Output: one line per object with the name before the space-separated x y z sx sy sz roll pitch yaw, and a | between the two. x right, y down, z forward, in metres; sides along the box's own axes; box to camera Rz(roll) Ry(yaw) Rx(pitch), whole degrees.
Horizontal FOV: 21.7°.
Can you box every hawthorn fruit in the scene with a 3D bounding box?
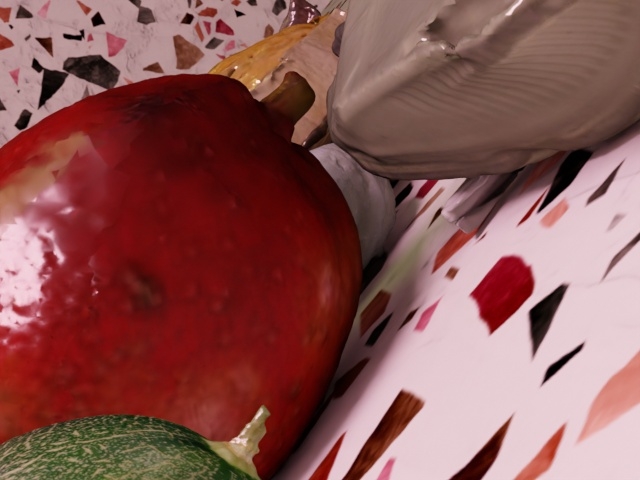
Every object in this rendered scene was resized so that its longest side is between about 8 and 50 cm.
hawthorn fruit | -0.098 0.025 0.998 0.307 0.265 0.265 -47 7 -13

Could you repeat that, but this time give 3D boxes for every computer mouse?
computer mouse | 0.130 -0.150 0.883 0.429 0.145 0.228 -27 41 66

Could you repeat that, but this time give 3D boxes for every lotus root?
lotus root | -0.039 -0.057 1.261 0.260 0.074 0.170 -47 -15 -37

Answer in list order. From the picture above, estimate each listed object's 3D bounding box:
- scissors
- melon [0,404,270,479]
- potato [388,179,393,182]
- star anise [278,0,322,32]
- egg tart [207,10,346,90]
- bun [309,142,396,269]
scissors | 0.141 -0.088 0.984 0.204 0.027 0.101 -50 7 -5
melon | -0.105 0.177 0.604 0.287 0.182 0.182 -52 8 3
potato | 0.036 -0.074 1.362 0.103 0.066 0.096 -57 37 22
star anise | -0.021 -0.167 1.979 0.223 0.109 0.236 105 177 -45
egg tart | -0.070 -0.079 1.585 0.352 0.150 0.352 -35 -1 -1
bun | 0.000 0.000 1.181 0.141 0.083 0.141 -51 -7 -9
